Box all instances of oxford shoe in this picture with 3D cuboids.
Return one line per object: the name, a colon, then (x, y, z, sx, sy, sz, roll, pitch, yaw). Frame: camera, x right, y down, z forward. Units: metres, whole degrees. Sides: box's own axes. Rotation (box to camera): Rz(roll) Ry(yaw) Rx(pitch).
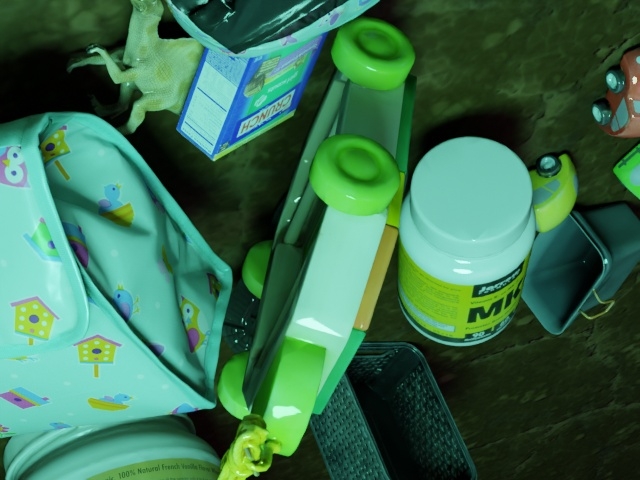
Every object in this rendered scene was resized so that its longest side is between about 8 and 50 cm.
oxford shoe: (0.000, 0.000, 1.095, 0.227, 0.083, 0.096, -49, 172, 23)

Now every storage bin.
storage bin: (0.069, 0.204, 1.330, 0.122, 0.180, 0.084, 4, 140, -37)
storage bin: (0.280, 0.026, 1.295, 0.091, 0.098, 0.135, -18, 150, -29)

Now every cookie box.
cookie box: (-0.044, -0.118, 0.871, 0.092, 0.040, 0.107, -36, 162, -41)

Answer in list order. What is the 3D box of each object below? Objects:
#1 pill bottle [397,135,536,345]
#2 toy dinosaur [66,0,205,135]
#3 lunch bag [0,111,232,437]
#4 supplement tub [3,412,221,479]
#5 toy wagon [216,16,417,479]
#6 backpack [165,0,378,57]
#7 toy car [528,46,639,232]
pill bottle: (0.126, 0.003, 1.106, 0.119, 0.119, 0.208, -20, 155, -6)
toy dinosaur: (-0.114, -0.105, 0.867, 0.092, 0.053, 0.183, -26, 149, 1)
lunch bag: (-0.214, 0.023, 0.864, 0.223, 0.160, 0.262, -10, 145, 21)
supplement tub: (-0.177, 0.323, 1.215, 0.228, 0.316, 0.228, -17, 148, -11)
toy wagon: (-0.006, 0.023, 0.874, 0.068, 0.344, 0.267, 16, 137, -8)
backpack: (-0.010, -0.181, 0.726, 0.182, 0.152, 0.115, -37, 180, 1)
toy car: (0.292, -0.070, 1.186, 0.225, 0.053, 0.239, 10, 136, -42)
